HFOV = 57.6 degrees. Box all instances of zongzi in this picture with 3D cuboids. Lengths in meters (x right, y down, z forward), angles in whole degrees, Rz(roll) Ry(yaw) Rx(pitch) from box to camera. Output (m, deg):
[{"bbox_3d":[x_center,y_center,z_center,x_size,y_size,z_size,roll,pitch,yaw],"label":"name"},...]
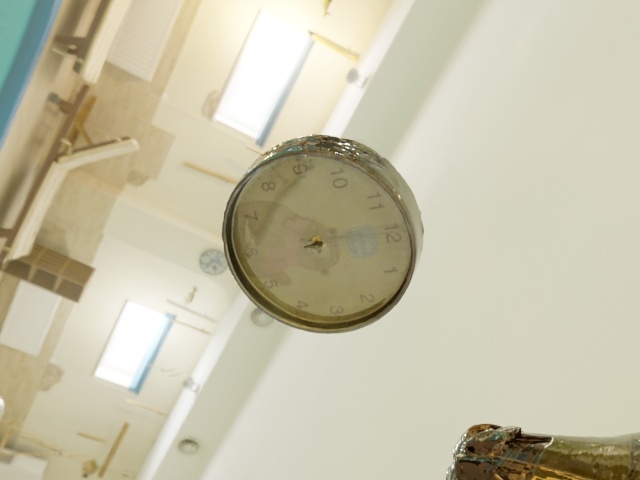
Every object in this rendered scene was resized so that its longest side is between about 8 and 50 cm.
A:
[{"bbox_3d":[0.367,0.295,0.815,0.317,0.289,0.154,-46,156,-27],"label":"zongzi"}]

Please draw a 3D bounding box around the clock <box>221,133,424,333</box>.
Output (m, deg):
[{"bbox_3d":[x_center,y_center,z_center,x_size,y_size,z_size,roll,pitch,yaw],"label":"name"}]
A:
[{"bbox_3d":[0.000,0.000,0.790,0.281,0.280,0.055,-58,-179,28],"label":"clock"}]
